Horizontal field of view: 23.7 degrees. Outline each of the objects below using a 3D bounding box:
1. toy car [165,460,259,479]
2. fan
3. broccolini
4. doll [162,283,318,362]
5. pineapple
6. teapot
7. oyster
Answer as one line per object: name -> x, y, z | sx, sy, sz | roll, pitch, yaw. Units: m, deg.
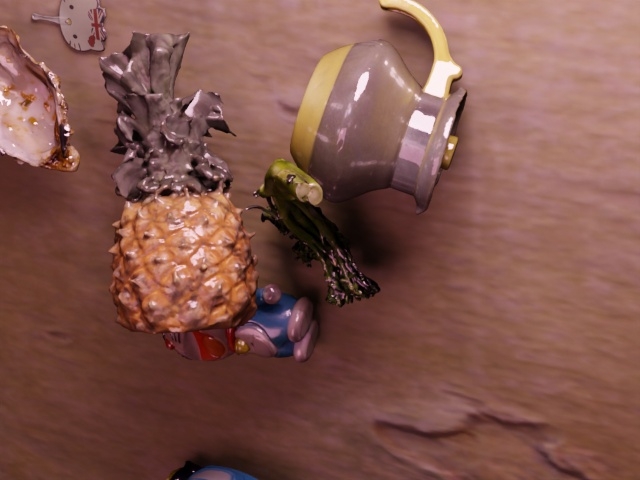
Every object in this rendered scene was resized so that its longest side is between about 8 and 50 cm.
toy car -> -0.116, 0.361, 1.473 | 0.198, 0.166, 0.314 | 33, 126, 8
fan -> -0.222, -0.194, 1.342 | 0.083, 0.004, 0.056 | 13, 120, 26
broccolini -> -0.001, -0.002, 1.176 | 0.123, 0.271, 0.062 | 35, 84, 4
doll -> -0.080, 0.068, 1.346 | 0.151, 0.085, 0.114 | 10, 144, 15
pineapple -> -0.121, -0.046, 1.249 | 0.128, 0.128, 0.248 | -9, 87, 34
teapot -> 0.051, -0.102, 1.164 | 0.119, 0.130, 0.166 | 19, 92, 4
oyster -> -0.261, -0.122, 1.374 | 0.103, 0.051, 0.148 | -29, 82, 41
